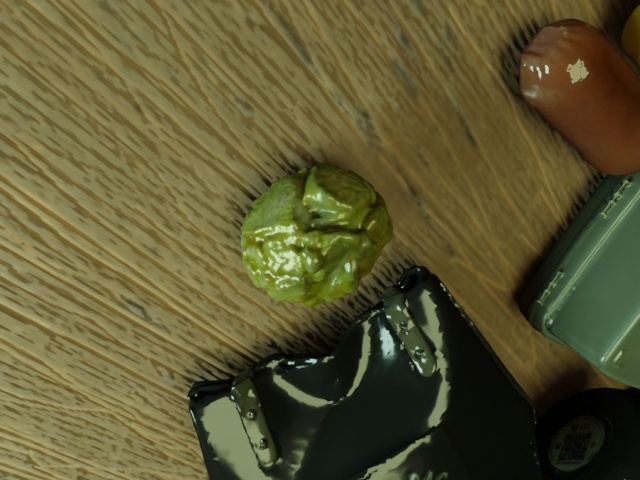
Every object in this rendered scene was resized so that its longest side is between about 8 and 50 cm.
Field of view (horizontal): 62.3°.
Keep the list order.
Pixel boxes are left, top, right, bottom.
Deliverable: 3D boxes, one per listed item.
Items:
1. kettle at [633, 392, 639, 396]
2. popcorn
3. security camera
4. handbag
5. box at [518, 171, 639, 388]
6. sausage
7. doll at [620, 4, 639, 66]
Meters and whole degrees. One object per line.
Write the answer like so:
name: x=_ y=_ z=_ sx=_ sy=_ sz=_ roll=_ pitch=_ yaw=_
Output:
kettle: x=0.567 y=0.320 z=0.788 sx=0.207 sy=0.250 sz=0.271 roll=-24 pitch=121 yaw=-46
popcorn: x=0.000 y=0.000 z=0.408 sx=0.120 sy=0.106 sz=0.116 roll=0 pitch=107 yaw=-23
security camera: x=0.407 y=0.335 z=0.647 sx=0.277 sy=0.197 sz=0.191 roll=43 pitch=55 yaw=-2
handbag: x=0.048 y=0.197 z=0.518 sx=0.342 sy=0.152 sz=0.288 roll=-29 pitch=112 yaw=-7
box: x=0.326 y=0.037 z=0.548 sx=0.147 sy=0.129 sz=0.210 roll=23 pitch=107 yaw=-29
sausage: x=0.243 y=-0.119 z=0.466 sx=0.194 sy=0.077 sz=0.077 roll=28 pitch=103 yaw=-33
doll: x=0.413 y=-0.194 z=0.456 sx=0.313 sy=0.141 sz=0.177 roll=-3 pitch=133 yaw=-17
